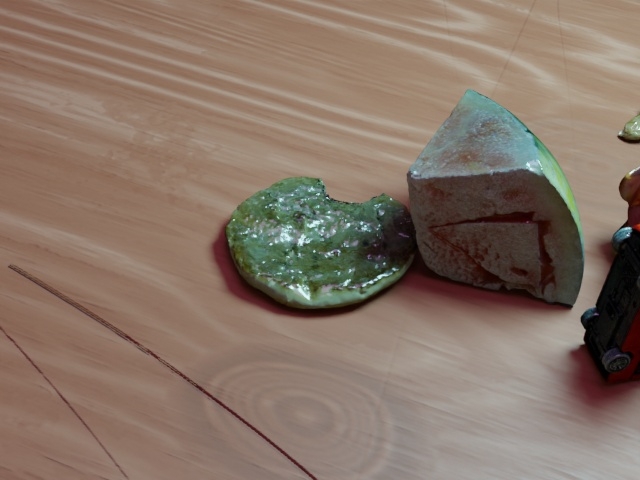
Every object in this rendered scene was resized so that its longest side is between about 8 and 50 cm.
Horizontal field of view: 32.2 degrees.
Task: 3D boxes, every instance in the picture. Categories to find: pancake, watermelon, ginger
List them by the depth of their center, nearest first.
[{"bbox_3d":[0.204,-0.050,1.405,0.201,0.213,0.261,-19,39,-3],"label":"watermelon"},{"bbox_3d":[0.000,0.000,1.411,0.254,0.037,0.253,2,41,-2],"label":"pancake"},{"bbox_3d":[0.507,-0.189,1.681,0.057,0.044,0.137,47,56,1],"label":"ginger"}]

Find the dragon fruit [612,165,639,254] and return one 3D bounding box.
[{"bbox_3d":[0.493,-0.041,1.386,0.227,0.224,0.224,-28,51,-26],"label":"dragon fruit"}]

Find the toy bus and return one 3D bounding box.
[{"bbox_3d":[0.364,0.070,1.250,0.089,0.195,0.081,-3,41,-14],"label":"toy bus"}]
